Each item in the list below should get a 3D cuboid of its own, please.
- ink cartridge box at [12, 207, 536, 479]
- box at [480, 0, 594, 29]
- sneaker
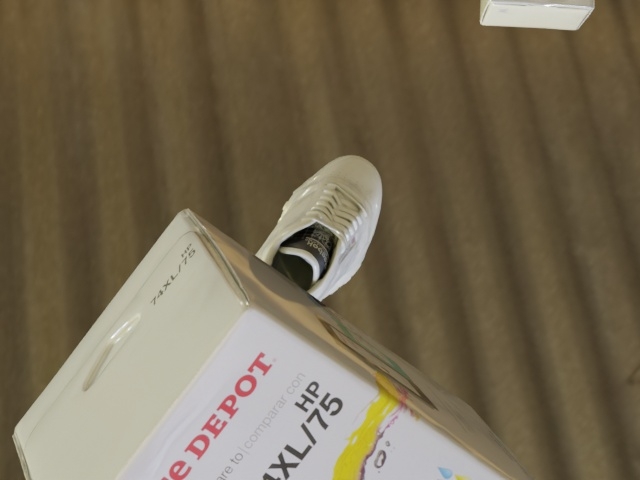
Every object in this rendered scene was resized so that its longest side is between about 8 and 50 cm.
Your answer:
[{"bbox_3d":[-0.026,0.151,1.163,0.270,0.197,0.198,35,-84,-24],"label":"ink cartridge box"},{"bbox_3d":[0.225,-0.361,1.847,0.113,0.094,0.275,4,-98,-2],"label":"box"},{"bbox_3d":[0.000,0.000,1.571,0.090,0.095,0.235,35,-129,-2],"label":"sneaker"}]
